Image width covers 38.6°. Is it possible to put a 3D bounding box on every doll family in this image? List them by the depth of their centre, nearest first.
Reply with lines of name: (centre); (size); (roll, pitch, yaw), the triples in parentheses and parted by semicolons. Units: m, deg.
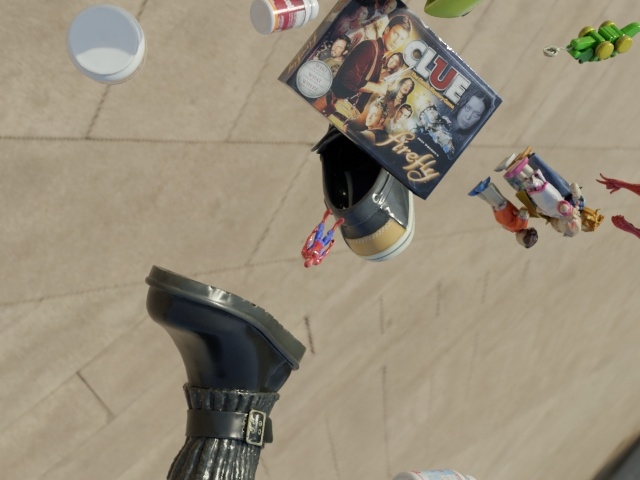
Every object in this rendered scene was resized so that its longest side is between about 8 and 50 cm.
doll family: (0.354, -0.069, 1.422); (0.118, 0.163, 0.263); (-45, -178, -10)

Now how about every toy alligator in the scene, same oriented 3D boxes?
toy alligator: (0.427, -0.303, 1.445); (0.189, 0.056, 0.051); (-19, 141, -17)

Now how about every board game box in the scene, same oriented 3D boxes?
board game box: (0.090, -0.186, 1.124); (0.243, 0.042, 0.165); (37, 92, -26)

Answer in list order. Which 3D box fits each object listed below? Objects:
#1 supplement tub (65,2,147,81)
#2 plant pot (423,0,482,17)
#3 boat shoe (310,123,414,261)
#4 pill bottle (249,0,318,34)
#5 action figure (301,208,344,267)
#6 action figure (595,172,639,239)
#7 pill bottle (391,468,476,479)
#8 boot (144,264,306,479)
supplement tub: (-0.405, -0.371, 1.732); (0.144, 0.144, 0.199); (-48, -169, 0)
plant pot: (0.157, -0.385, 0.963); (0.227, 0.207, 0.228); (-32, -159, 35)
boat shoe: (0.083, -0.184, 1.803); (0.186, 0.500, 0.156); (-25, 133, 24)
pill bottle: (-0.082, -0.532, 2.117); (0.152, 0.086, 0.086); (-23, 145, -37)
action figure: (0.000, 0.000, 1.323); (0.030, 0.038, 0.115); (-41, -165, 47)
action figure: (0.413, -0.057, 1.122); (0.280, 0.139, 0.092); (73, 34, -67)
pill bottle: (0.192, 0.425, 1.514); (0.160, 0.087, 0.087); (10, 120, -42)
boot: (-0.152, 0.206, 1.204); (0.348, 0.131, 0.260); (45, 65, -51)
